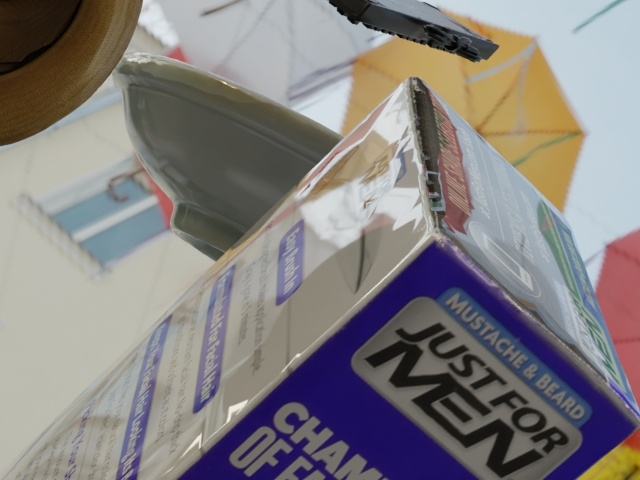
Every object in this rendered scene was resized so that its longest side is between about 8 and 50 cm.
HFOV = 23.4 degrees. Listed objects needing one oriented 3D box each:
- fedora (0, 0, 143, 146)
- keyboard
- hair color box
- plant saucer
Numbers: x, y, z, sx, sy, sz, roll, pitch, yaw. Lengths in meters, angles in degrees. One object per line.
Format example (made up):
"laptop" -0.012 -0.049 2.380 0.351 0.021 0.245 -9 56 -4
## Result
"fedora" -0.184 -0.135 0.776 0.079 0.194 0.194 -138 -156 -83
"keyboard" 0.068 -0.162 1.154 0.108 0.180 0.023 37 -71 32
"hair color box" -0.044 0.106 0.616 0.110 0.185 0.339 41 -73 -14
"plant saucer" 0.000 0.000 1.177 0.400 0.400 0.100 26 -96 31
